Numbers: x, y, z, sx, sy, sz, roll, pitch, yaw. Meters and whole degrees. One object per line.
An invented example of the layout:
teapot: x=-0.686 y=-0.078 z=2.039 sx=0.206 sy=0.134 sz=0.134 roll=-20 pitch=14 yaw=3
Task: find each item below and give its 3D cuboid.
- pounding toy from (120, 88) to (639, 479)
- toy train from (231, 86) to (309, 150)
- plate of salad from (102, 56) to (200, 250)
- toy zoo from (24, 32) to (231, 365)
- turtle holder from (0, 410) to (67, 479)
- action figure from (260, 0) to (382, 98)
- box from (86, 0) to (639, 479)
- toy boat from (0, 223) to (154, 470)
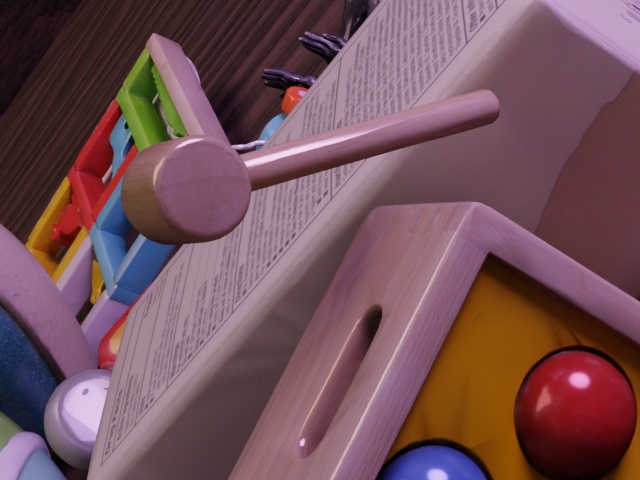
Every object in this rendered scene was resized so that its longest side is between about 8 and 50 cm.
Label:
pounding toy: x=0.036 y=0.030 z=0.488 sx=0.181 sy=0.206 sz=0.094 roll=-62 pitch=18 yaw=-10
toy train: x=0.000 y=0.000 z=0.792 sx=0.125 sy=0.166 sz=0.046 roll=-37 pitch=48 yaw=-2
plate of salad: x=-0.154 y=-0.071 z=1.404 sx=0.200 sy=0.048 sz=0.200 roll=-34 pitch=46 yaw=43
toy zoo: x=-0.182 y=-0.010 z=1.335 sx=0.293 sy=0.030 sz=0.192 roll=-55 pitch=35 yaw=21
turtle holder: x=-0.230 y=0.213 z=0.849 sx=0.243 sy=0.227 sz=0.320 roll=-45 pitch=-3 yaw=-32
action figure: x=0.054 y=-0.215 z=0.947 sx=0.276 sy=0.141 sz=0.164 roll=-67 pitch=8 yaw=-17
box: x=0.034 y=0.005 z=0.673 sx=0.311 sy=0.121 sz=0.148 roll=-48 pitch=21 yaw=31
toy boat: x=-0.230 y=0.077 z=1.136 sx=0.318 sy=0.267 sz=0.148 roll=6 pitch=50 yaw=38
